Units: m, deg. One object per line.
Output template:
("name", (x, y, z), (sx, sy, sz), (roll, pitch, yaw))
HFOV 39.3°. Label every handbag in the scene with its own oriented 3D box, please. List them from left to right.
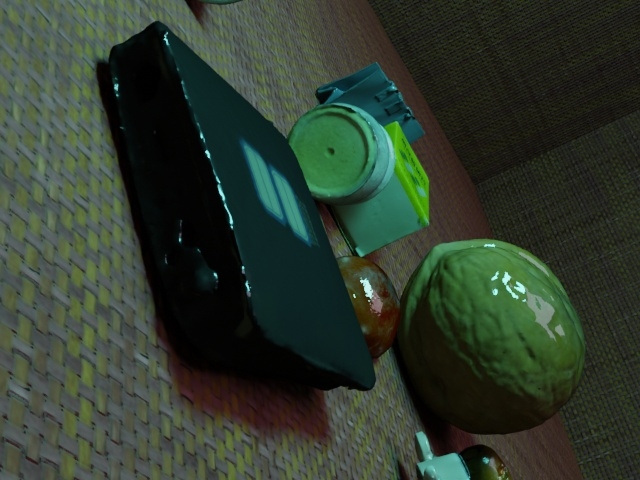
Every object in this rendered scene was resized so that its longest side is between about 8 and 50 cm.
("handbag", (0.101, -0.241, 1.748), (0.221, 0.144, 0.057), (47, 22, -47))

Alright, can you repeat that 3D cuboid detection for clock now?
("clock", (0.171, 0.345, 1.125), (0.155, 0.063, 0.229), (81, -9, -61))

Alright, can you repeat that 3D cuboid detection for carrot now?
("carrot", (0.279, 0.420, 1.432), (0.193, 0.087, 0.087), (65, 15, -8))

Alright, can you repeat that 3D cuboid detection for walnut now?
("walnut", (0.269, 0.149, 1.449), (0.333, 0.333, 0.333), (57, 17, -28))

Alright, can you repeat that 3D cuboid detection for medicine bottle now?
("medicine bottle", (0.030, -0.124, 1.320), (0.147, 0.147, 0.143), (67, 12, 6))
("medicine bottle", (0.099, -0.093, 1.519), (0.137, 0.141, 0.250), (58, 16, -14))

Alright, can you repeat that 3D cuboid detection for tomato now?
("tomato", (0.075, 0.089, 1.285), (0.155, 0.069, 0.155), (56, 18, -30))

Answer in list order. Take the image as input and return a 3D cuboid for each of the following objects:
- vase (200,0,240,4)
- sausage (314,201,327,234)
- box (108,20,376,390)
("vase", (-0.130, -0.438, 1.302), (0.143, 0.143, 0.299), (59, 14, -21))
("sausage", (0.000, 0.000, 1.256), (0.024, 0.024, 0.132), (39, 29, -59))
("box", (-0.070, -0.017, 0.926), (0.350, 0.091, 0.359), (36, 32, -63))
